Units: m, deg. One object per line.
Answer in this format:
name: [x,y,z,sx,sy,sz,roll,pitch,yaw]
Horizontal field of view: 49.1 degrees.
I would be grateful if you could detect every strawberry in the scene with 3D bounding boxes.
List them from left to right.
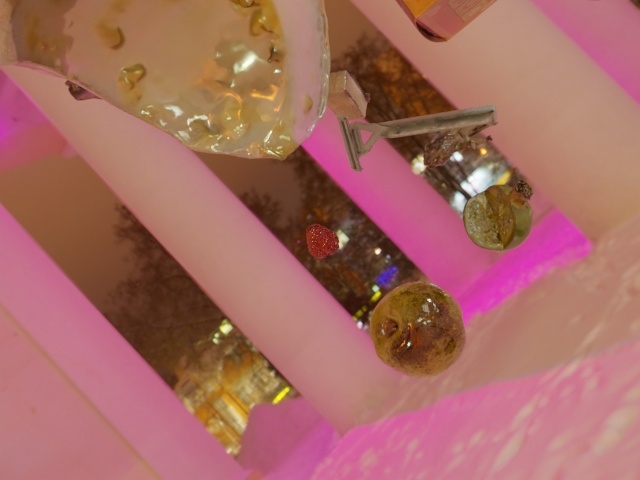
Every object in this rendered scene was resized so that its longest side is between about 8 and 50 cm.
strawberry: [0.000,0.000,1.557,0.073,0.073,0.083,-44,-46,-3]

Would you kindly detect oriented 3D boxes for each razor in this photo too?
razor: [0.176,-0.204,1.260,0.277,0.111,0.056,-10,30,15]

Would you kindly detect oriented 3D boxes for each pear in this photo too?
pear: [0.207,0.184,1.432,0.197,0.197,0.197,-44,-3,-3]

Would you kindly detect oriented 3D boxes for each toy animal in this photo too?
toy animal: [0.293,-0.210,1.421,0.219,0.069,0.086,-25,-2,-30]

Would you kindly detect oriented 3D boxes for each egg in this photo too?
egg: [-0.129,-0.184,0.520,0.161,0.271,0.206,0,73,42]

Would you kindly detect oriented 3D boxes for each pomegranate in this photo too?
pomegranate: [0.391,-0.055,1.479,0.122,0.143,0.169,17,-50,-40]

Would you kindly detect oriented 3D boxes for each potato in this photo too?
potato: [0.052,-0.314,1.528,0.122,0.086,0.061,42,-128,-51]

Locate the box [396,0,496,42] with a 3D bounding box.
box: [0.165,-0.493,1.092,0.214,0.284,0.259,-38,-7,22]

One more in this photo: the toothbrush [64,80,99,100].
toothbrush: [-0.211,-0.171,0.830,0.041,0.041,0.364,-45,3,11]
